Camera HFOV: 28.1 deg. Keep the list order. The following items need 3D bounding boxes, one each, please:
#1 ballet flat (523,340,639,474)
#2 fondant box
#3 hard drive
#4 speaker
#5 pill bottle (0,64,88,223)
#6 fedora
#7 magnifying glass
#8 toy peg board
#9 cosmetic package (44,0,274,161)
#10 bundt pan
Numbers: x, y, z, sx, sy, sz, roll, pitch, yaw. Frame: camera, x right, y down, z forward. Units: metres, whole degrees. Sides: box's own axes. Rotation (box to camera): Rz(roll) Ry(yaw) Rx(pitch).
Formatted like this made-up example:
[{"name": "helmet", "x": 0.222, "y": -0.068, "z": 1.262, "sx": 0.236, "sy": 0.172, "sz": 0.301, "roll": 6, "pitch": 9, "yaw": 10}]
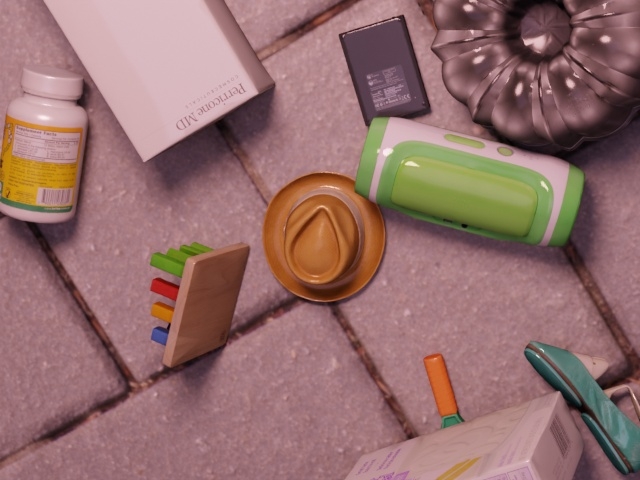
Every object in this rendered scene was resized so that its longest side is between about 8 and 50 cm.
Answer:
[{"name": "ballet flat", "x": 0.392, "y": 0.219, "z": 1.826, "sx": 0.087, "sy": 0.083, "sz": 0.247, "roll": -40, "pitch": 95, "yaw": -10}, {"name": "fondant box", "x": 0.179, "y": 0.337, "z": 1.760, "sx": 0.330, "sy": 0.238, "sz": 0.096, "roll": -23, "pitch": 96, "yaw": 24}, {"name": "hard drive", "x": 0.089, "y": -0.237, "z": 1.784, "sx": 0.094, "sy": 0.022, "sz": 0.135, "roll": -15, "pitch": 100, "yaw": 11}, {"name": "speaker", "x": 0.202, "y": -0.080, "z": 1.752, "sx": 0.297, "sy": 0.131, "sz": 0.131, "roll": 15, "pitch": 105, "yaw": 5}, {"name": "pill bottle", "x": -0.395, "y": -0.139, "z": 1.828, "sx": 0.118, "sy": 0.117, "sz": 0.208, "roll": 12, "pitch": 105, "yaw": 5}, {"name": "fedora", "x": 0.000, "y": 0.000, "z": 1.823, "sx": 0.194, "sy": 0.079, "sz": 0.194, "roll": 2, "pitch": 102, "yaw": 8}, {"name": "magnifying glass", "x": 0.196, "y": 0.277, "z": 1.887, "sx": 0.092, "sy": 0.026, "sz": 0.231, "roll": -15, "pitch": 100, "yaw": 12}, {"name": "toy peg board", "x": -0.189, "y": 0.079, "z": 1.837, "sx": 0.079, "sy": 0.161, "sz": 0.160, "roll": 21, "pitch": 106, "yaw": 21}, {"name": "cosmetic package", "x": -0.243, "y": -0.315, "z": 1.748, "sx": 0.197, "sy": 0.155, "sz": 0.365, "roll": -31, "pitch": 96, "yaw": 11}, {"name": "bundt pan", "x": 0.287, "y": -0.275, "z": 1.651, "sx": 0.331, "sy": 0.124, "sz": 0.330, "roll": 4, "pitch": 100, "yaw": 24}]
